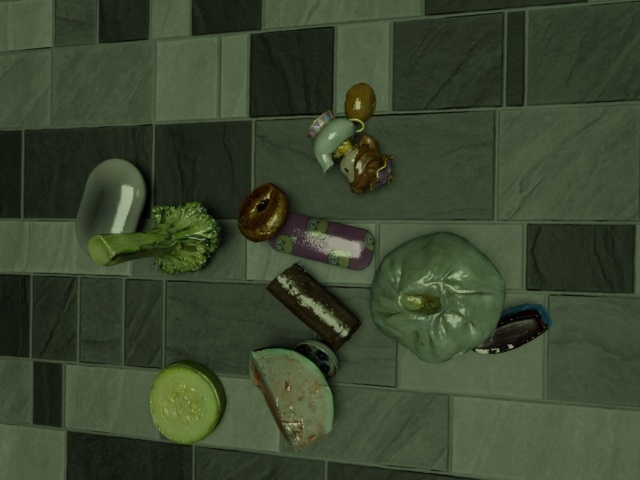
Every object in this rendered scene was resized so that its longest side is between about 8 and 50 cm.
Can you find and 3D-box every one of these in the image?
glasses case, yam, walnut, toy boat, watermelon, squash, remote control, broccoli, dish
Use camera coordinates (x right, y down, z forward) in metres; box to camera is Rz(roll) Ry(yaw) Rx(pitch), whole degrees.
[{"bbox_3d":[0.000,0.000,1.350,0.317,0.076,0.123,13,90,14],"label":"glasses case"},{"bbox_3d":[-0.018,0.184,1.334,0.280,0.131,0.131,41,98,9],"label":"yam"},{"bbox_3d":[0.112,-0.399,1.340,0.091,0.052,0.121,9,94,9],"label":"walnut"},{"bbox_3d":[0.495,0.236,1.238,0.223,0.097,0.100,-32,87,27],"label":"toy boat"},{"bbox_3d":[-0.099,0.421,1.315,0.224,0.180,0.305,-25,93,17],"label":"watermelon"},{"bbox_3d":[-0.424,0.507,1.458,0.252,0.049,0.251,0,91,13],"label":"squash"},{"bbox_3d":[-0.669,-0.098,1.482,0.221,0.103,0.331,21,94,17],"label":"remote control"},{"bbox_3d":[-0.477,0.010,1.326,0.252,0.362,0.221,0,98,50],"label":"broccoli"},{"bbox_3d":[0.003,0.325,1.357,0.141,0.078,0.141,18,133,21],"label":"dish"}]

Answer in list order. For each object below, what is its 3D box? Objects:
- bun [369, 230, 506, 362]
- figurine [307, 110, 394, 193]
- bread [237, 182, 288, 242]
[{"bbox_3d":[0.293,0.137,1.207,0.355,0.194,0.354,-3,82,25],"label":"bun"},{"bbox_3d":[0.089,-0.240,1.301,0.189,0.142,0.263,-44,81,-5],"label":"figurine"},{"bbox_3d":[-0.167,-0.080,1.363,0.193,0.064,0.193,-20,55,31],"label":"bread"}]
